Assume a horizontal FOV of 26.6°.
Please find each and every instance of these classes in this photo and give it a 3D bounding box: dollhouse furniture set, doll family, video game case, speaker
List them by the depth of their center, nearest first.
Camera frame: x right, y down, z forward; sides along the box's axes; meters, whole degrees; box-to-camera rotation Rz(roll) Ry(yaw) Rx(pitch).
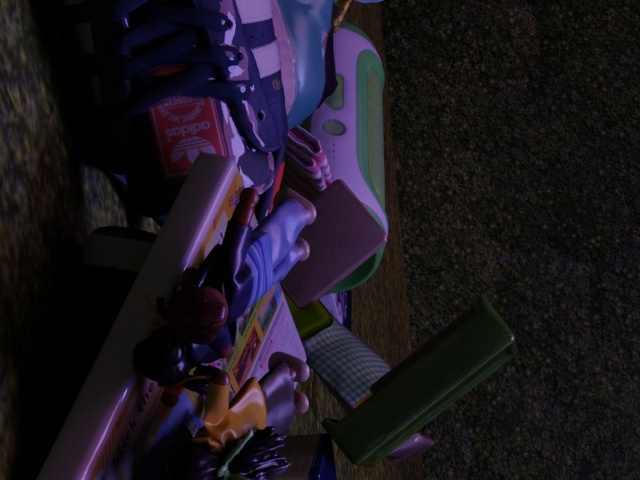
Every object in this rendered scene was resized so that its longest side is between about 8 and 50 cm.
[{"bbox_3d":[-0.048,0.062,0.629,0.111,0.076,0.193,-37,130,-55],"label":"doll family"},{"bbox_3d":[-0.074,0.103,0.720,0.206,0.026,0.227,73,34,-54],"label":"video game case"},{"bbox_3d":[0.048,0.069,1.131,0.197,0.151,0.301,51,1,14],"label":"dollhouse furniture set"},{"bbox_3d":[0.004,-0.090,1.348,0.131,0.131,0.296,76,11,-45],"label":"speaker"}]

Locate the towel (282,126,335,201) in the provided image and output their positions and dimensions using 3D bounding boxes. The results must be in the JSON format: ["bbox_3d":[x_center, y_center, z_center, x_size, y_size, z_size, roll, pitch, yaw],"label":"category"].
[{"bbox_3d":[-0.034,-0.080,1.094,0.144,0.029,0.197,43,-5,18],"label":"towel"}]

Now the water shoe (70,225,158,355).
[{"bbox_3d":[-0.094,0.055,0.784,0.203,0.073,0.080,49,53,-66],"label":"water shoe"}]

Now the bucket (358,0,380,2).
[{"bbox_3d":[0.024,-0.370,1.253,0.183,0.281,0.281,70,15,-45],"label":"bucket"}]

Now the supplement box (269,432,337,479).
[{"bbox_3d":[-0.034,0.185,0.994,0.083,0.083,0.056,-64,148,-76],"label":"supplement box"}]

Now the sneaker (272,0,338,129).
[{"bbox_3d":[-0.054,-0.226,0.950,0.121,0.108,0.302,-22,107,-56],"label":"sneaker"}]

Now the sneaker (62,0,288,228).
[{"bbox_3d":[-0.078,-0.106,0.737,0.350,0.131,0.148,72,9,-56],"label":"sneaker"}]

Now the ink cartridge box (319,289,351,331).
[{"bbox_3d":[0.000,0.000,1.539,0.206,0.045,0.208,73,12,-51],"label":"ink cartridge box"}]

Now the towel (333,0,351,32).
[{"bbox_3d":[0.017,-0.333,1.404,0.237,0.102,0.021,-66,-176,-19],"label":"towel"}]
